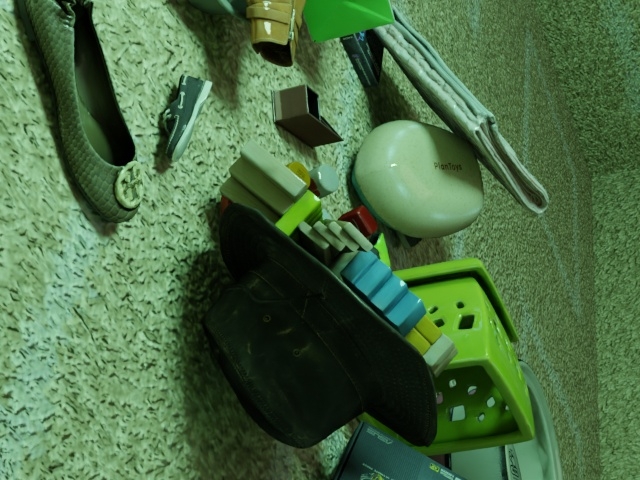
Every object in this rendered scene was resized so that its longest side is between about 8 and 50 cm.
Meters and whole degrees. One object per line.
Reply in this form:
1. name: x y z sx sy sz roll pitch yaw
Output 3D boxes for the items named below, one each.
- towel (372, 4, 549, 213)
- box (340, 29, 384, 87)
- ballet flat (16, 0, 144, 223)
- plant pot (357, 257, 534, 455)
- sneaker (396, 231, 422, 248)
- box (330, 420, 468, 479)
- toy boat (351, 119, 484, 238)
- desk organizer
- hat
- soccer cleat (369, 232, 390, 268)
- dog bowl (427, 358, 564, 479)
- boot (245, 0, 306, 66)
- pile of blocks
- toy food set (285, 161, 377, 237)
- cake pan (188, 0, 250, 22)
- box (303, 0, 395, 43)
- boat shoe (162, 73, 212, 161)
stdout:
1. towel: 0.227 -0.215 1.980 0.332 0.053 0.317 54 6 35
2. box: 0.072 -0.346 1.990 0.162 0.029 0.116 -82 152 -42
3. ballet flat: -0.211 -0.135 1.122 0.084 0.058 0.249 -49 125 -63
4. plant pot: 0.168 0.160 1.722 0.228 0.227 0.207 58 28 -43
5. sneaker: 0.185 -0.084 2.029 0.083 0.118 0.222 60 28 -41
6. box: 0.120 0.350 1.541 0.059 0.233 0.183 -63 176 29
7. toy boat: 0.147 -0.030 1.886 0.268 0.148 0.318 7 70 -44
8. desk organizer: -0.016 -0.168 1.649 0.130 0.050 0.047 29 54 -64
9. hat: -0.033 0.126 1.267 0.134 0.331 0.331 -41 127 -21
10. soccer cleat: 0.003 0.026 1.492 0.179 0.060 0.072 -5 88 -26
11. dog bowl: 0.299 0.413 2.045 0.408 0.150 0.407 -11 90 -68
12. boot: -0.040 -0.283 1.471 0.197 0.073 0.152 11 69 -55
13. pile of blocks: 0.009 0.051 1.376 0.362 0.112 0.149 44 -9 -12
14. toy food set: 0.000 0.000 1.595 0.232 0.104 0.111 54 42 -14
15. cake pan: -0.136 -0.400 1.448 0.293 0.054 0.293 -11 90 -69
16. box: 0.005 -0.451 1.662 0.231 0.127 0.262 -92 166 -46
17. boat shoe: -0.151 -0.135 1.306 0.046 0.038 0.125 120 -10 -49
